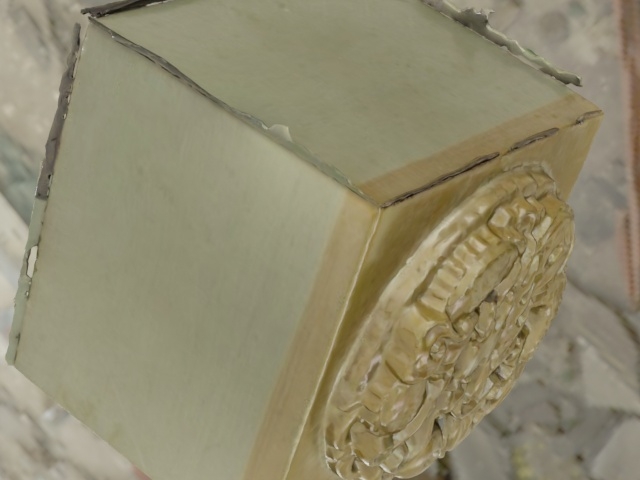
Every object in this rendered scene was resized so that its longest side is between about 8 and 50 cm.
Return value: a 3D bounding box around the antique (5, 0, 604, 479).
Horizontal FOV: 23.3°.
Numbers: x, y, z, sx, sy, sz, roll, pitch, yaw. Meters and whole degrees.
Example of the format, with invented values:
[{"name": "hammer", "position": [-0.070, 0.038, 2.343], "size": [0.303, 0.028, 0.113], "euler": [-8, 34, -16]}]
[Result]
[{"name": "antique", "position": [0.000, 0.000, 0.533], "size": [0.148, 0.147, 0.152], "euler": [35, 125, 25]}]
